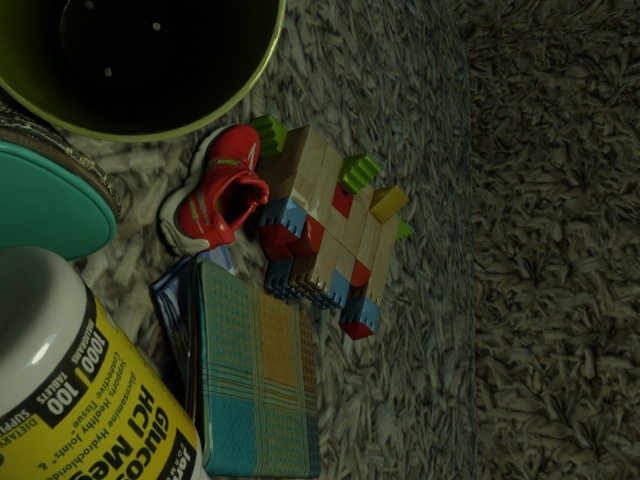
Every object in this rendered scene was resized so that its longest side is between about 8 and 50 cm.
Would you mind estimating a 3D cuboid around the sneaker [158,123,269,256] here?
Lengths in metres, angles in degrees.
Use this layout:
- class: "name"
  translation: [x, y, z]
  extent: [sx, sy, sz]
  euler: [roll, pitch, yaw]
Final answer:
- class: "sneaker"
  translation: [-0.122, -0.074, 1.142]
  extent: [0.279, 0.119, 0.107]
  euler: [-71, 145, -47]

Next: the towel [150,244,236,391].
- class: "towel"
  translation: [-0.138, 0.150, 1.137]
  extent: [0.209, 0.034, 0.284]
  euler: [-51, 128, -61]

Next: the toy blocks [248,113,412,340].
- class: "toy blocks"
  translation: [0.000, 0.000, 1.357]
  extent: [0.381, 0.191, 0.260]
  euler: [42, 52, -40]

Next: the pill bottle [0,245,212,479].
- class: "pill bottle"
  translation: [-0.224, 0.179, 0.724]
  extent: [0.187, 0.188, 0.333]
  euler: [-76, 150, -43]

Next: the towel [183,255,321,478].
- class: "towel"
  translation: [-0.089, 0.199, 1.143]
  extent: [0.370, 0.040, 0.271]
  euler: [38, 45, -62]

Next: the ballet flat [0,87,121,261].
- class: "ballet flat"
  translation: [-0.344, -0.087, 0.622]
  extent: [0.182, 0.164, 0.483]
  euler: [62, 21, 15]

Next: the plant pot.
- class: "plant pot"
  translation: [-0.199, -0.230, 0.810]
  extent: [0.293, 0.275, 0.274]
  euler: [-164, -119, -75]
